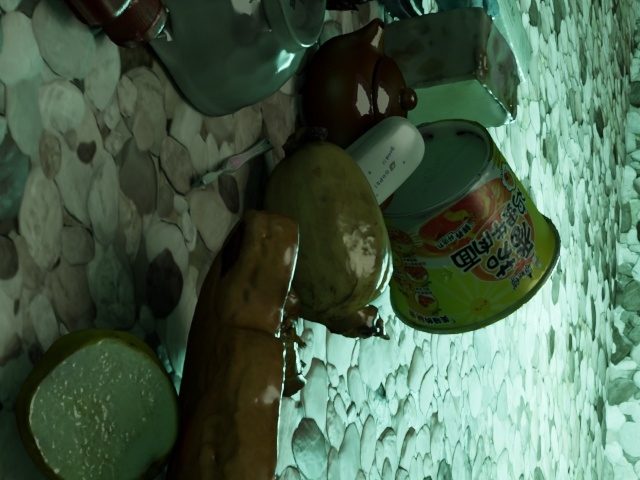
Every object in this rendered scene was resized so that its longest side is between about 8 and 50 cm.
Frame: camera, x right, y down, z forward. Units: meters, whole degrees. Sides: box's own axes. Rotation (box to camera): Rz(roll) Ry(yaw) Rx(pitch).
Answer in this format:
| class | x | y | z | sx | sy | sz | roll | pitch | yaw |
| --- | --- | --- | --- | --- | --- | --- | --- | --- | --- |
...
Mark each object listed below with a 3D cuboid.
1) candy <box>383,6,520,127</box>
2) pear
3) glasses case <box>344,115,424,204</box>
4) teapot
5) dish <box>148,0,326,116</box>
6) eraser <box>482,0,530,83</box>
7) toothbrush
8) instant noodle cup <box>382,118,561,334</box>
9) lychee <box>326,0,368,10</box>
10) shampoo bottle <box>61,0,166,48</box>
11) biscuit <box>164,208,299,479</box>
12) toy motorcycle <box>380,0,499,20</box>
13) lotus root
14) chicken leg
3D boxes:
| class | x | y | z | sx | sy | sz | roll | pitch | yaw |
| --- | --- | --- | --- | --- | --- | --- | --- | --- | --- |
| candy | 0.185 | -0.243 | 2.020 | 0.195 | 0.184 | 0.137 | 37 | 49 | -57 |
| pear | -0.187 | 0.145 | 1.137 | 0.104 | 0.141 | 0.141 | 155 | -62 | -65 |
| glasses case | 0.046 | -0.072 | 1.679 | 0.197 | 0.049 | 0.076 | -41 | 125 | -7 |
| teapot | 0.060 | -0.154 | 1.749 | 0.178 | 0.135 | 0.252 | -13 | 99 | -64 |
| dish | -0.074 | -0.273 | 1.449 | 0.303 | 0.120 | 0.303 | -2 | 90 | -69 |
| eraser | 0.269 | -0.430 | 2.345 | 0.404 | 0.096 | 0.098 | 60 | 35 | -49 |
| toothbrush | -0.091 | -0.087 | 1.513 | 0.017 | 0.022 | 0.204 | 67 | 25 | -8 |
| instant noodle cup | 0.177 | -0.027 | 1.891 | 0.200 | 0.264 | 0.264 | 60 | 34 | -35 |
| lychee | 0.024 | -0.364 | 1.619 | 0.188 | 0.188 | 0.188 | -3 | 90 | -68 |
| shampoo bottle | -0.214 | -0.262 | 1.173 | 0.260 | 0.064 | 0.102 | 55 | 38 | -54 |
| biscuit | -0.098 | 0.198 | 1.211 | 0.350 | 0.078 | 0.455 | 108 | -11 | -51 |
| toy motorcycle | 0.167 | -0.413 | 2.046 | 0.260 | 0.154 | 0.206 | 40 | 72 | -45 |
| lotus root | 0.000 | 0.000 | 1.569 | 0.140 | 0.154 | 0.257 | -10 | 81 | -27 |
| chicken leg | -0.051 | 0.113 | 1.511 | 0.207 | 0.085 | 0.101 | 72 | -8 | -48 |
